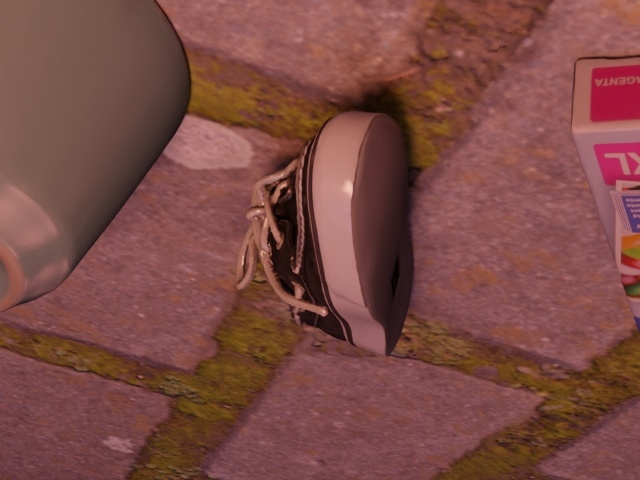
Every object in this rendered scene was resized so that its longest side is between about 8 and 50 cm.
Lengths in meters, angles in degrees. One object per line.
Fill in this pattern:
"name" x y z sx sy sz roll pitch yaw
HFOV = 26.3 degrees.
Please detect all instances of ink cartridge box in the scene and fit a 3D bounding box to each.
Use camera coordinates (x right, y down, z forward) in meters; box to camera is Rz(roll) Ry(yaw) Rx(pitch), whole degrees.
"ink cartridge box" 0.280 -0.007 0.868 0.185 0.065 0.311 -2 150 22

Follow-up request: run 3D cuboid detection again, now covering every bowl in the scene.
"bowl" -0.247 -0.061 0.842 0.311 0.163 0.311 7 151 4

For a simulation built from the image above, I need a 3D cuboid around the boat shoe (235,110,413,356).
"boat shoe" 0.001 -0.004 0.915 0.105 0.113 0.306 12 167 10
